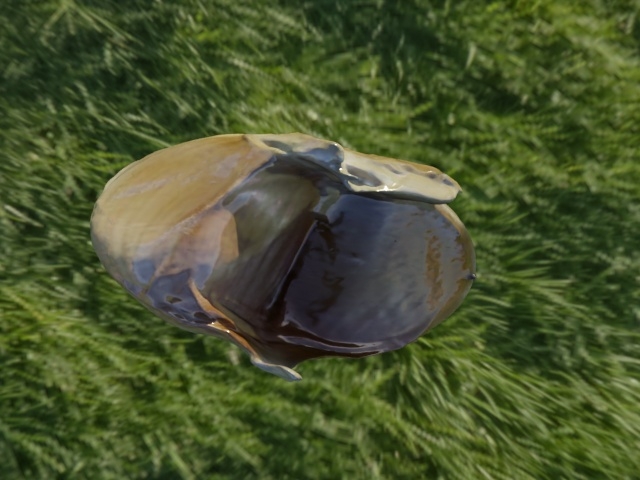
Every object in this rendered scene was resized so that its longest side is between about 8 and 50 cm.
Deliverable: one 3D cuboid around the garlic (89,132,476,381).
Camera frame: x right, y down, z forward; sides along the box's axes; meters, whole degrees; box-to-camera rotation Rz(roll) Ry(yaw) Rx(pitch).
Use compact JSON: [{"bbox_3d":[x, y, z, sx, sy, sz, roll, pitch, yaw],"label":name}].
[{"bbox_3d":[-0.008,0.007,0.605,0.174,0.124,0.099,16,88,-34],"label":"garlic"}]
